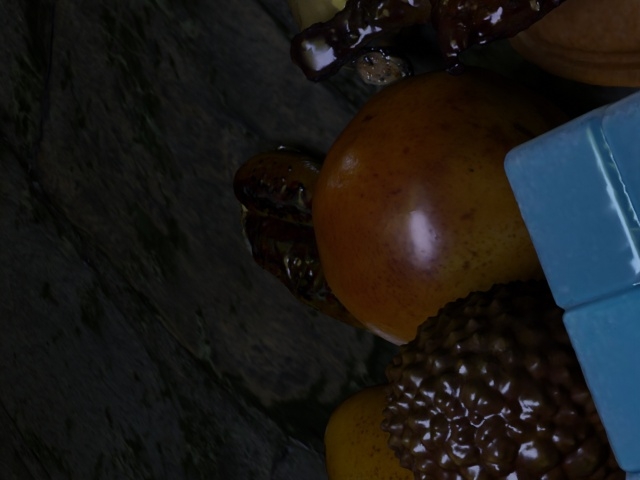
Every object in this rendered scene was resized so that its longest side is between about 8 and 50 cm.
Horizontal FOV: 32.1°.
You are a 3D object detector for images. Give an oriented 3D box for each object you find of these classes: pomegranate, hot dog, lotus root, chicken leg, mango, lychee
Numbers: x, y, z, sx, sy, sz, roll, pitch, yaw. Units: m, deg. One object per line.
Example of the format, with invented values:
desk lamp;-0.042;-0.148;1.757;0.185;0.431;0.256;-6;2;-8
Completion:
pomegranate;0.120;-0.020;0.959;0.264;0.264;0.264;16;112;44
hot dog;0.000;0.000;1.207;0.270;0.082;0.162;29;123;37
lotus root;0.031;-0.231;1.076;0.118;0.125;0.220;-28;73;21
chicken leg;0.105;-0.211;0.913;0.323;0.083;0.177;9;71;51
mango;0.101;0.246;1.121;0.290;0.160;0.191;38;133;46
lychee;0.151;0.118;0.787;0.200;0.238;0.200;-3;85;31

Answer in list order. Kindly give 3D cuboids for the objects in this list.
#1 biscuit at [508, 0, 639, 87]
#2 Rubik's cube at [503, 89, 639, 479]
biscuit;0.229;-0.334;0.880;0.350;0.078;0.455;-31;78;51
Rubik's cube;0.359;0.016;0.648;0.322;0.319;0.315;-24;84;49
